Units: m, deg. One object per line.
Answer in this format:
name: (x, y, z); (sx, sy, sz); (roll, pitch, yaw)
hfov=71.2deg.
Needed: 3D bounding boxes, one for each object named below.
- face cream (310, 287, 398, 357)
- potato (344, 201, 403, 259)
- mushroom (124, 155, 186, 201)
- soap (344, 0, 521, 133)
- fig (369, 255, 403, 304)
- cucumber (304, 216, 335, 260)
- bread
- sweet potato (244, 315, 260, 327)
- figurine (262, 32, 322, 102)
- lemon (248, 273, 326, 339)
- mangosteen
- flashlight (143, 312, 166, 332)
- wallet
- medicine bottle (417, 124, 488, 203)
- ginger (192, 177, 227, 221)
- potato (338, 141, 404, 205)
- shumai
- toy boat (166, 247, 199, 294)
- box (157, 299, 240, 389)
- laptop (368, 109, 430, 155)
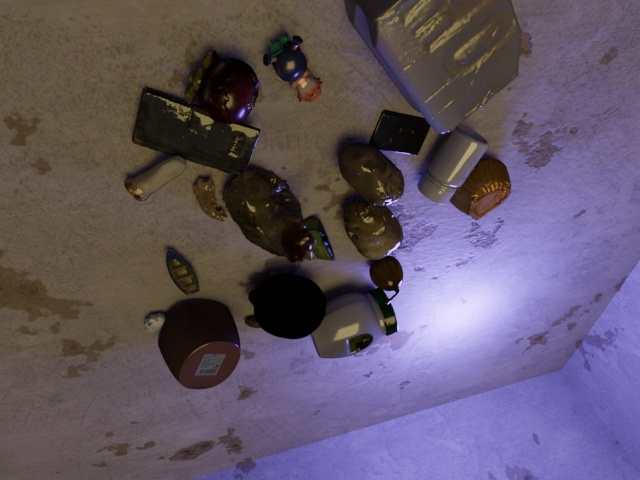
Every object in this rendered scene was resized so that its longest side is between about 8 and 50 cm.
face cream: (0.132, 0.358, 1.925); (0.356, 0.220, 0.313); (-21, 134, -8)
potato: (0.189, -0.046, 1.629); (0.191, 0.142, 0.296); (-21, 139, 21)
mushroom: (-0.460, -0.183, 1.262); (0.209, 0.071, 0.084); (-26, 129, 20)
soap: (0.317, -0.548, 1.163); (0.350, 0.213, 0.435); (-38, 135, 13)
fig: (0.278, 0.145, 1.813); (0.147, 0.186, 0.142); (-10, 118, -24)
cucumber: (-0.001, -0.002, 1.654); (0.077, 0.062, 0.211); (2, 148, 22)
bread: (0.598, -0.193, 1.658); (0.239, 0.139, 0.240); (-14, 134, -14)
sweet potato: (-0.181, 0.319, 1.873); (0.273, 0.075, 0.075); (-16, 135, -2)
figurine: (-0.061, -0.451, 1.173); (0.111, 0.102, 0.195); (-40, 133, 12)
lemon: (-0.123, 0.250, 1.705); (0.319, 0.245, 0.245); (14, 125, -22)
mangosteen: (-0.249, -0.386, 1.128); (0.180, 0.166, 0.166); (22, 124, -4)
flashlight: (-0.588, 0.335, 1.735); (0.093, 0.048, 0.200); (-43, 135, 13)
wallet: (-0.337, -0.285, 1.221); (0.316, 0.044, 0.169); (16, 127, -20)
medicine bottle: (0.448, -0.258, 1.533); (0.144, 0.145, 0.252); (9, 124, -29)
ginger: (-0.350, -0.126, 1.402); (0.069, 0.051, 0.174); (-15, 140, -1)
potato: (0.164, -0.218, 1.442); (0.165, 0.165, 0.262); (-40, 121, 17)
shumai: (-0.150, -0.038, 1.395); (0.216, 0.283, 0.346); (-27, 135, 2)
toy boat: (-0.487, 0.106, 1.560); (0.080, 0.046, 0.229); (-19, 135, -3)
box: (-0.449, 0.405, 1.696); (0.300, 0.216, 0.301); (-17, 131, -21)
laptop: (0.264, -0.349, 1.463); (0.196, 0.016, 0.135); (2, 129, -24)
